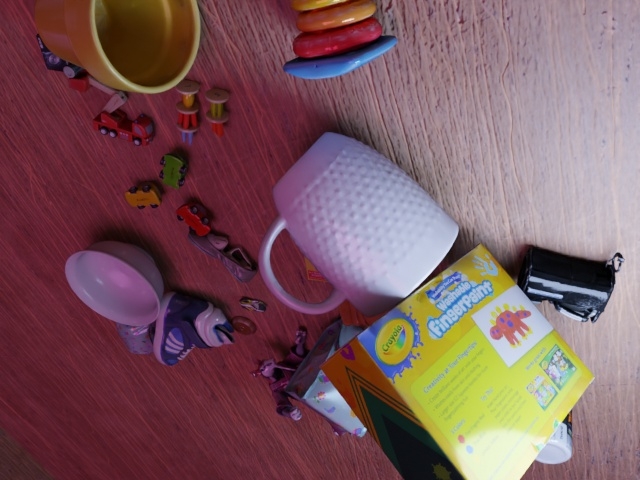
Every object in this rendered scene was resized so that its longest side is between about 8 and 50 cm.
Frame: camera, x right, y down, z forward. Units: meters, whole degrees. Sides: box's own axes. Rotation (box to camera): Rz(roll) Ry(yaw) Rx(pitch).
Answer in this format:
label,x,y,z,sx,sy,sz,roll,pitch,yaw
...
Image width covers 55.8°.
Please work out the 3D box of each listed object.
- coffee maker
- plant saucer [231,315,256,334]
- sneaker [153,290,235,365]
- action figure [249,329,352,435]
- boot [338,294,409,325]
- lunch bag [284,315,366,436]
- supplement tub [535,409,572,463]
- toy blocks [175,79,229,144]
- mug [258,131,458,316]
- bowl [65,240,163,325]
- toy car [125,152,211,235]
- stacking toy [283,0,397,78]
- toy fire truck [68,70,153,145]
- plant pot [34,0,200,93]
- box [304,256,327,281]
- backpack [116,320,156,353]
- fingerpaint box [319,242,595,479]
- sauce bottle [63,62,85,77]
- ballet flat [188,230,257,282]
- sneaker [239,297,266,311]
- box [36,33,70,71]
label,x,y,z,sx,sy,sz,roll,pitch,yaw
coffee maker,0.532,0.078,1.316,0.178,0.120,0.171,14,110,8
plant saucer,-0.238,0.266,1.856,0.083,0.015,0.083,11,134,12
sneaker,-0.383,0.310,1.874,0.236,0.130,0.323,20,130,10
action figure,-0.037,0.432,1.846,0.370,0.248,0.276,21,162,2
boot,0.138,0.182,1.458,0.220,0.283,0.109,-20,158,34
lunch bag,0.071,0.367,1.665,0.223,0.262,0.160,40,162,-18
supplement tub,0.597,0.473,1.583,0.117,0.190,0.117,12,135,12
toy blocks,-0.262,-0.270,1.344,0.123,0.054,0.148,18,135,7
mug,0.040,-0.017,1.244,0.328,0.374,0.276,44,170,-6
bowl,-0.572,0.101,1.757,0.298,0.134,0.298,12,134,13
toy car,-0.366,-0.136,1.512,0.239,0.053,0.225,23,135,0
stacking toy,0.007,-0.444,1.025,0.175,0.166,0.302,5,122,36
toy fire truck,-0.481,-0.307,1.404,0.192,0.047,0.135,18,134,5
plant pot,-0.402,-0.415,1.148,0.239,0.254,0.254,13,136,31
box,0.000,0.000,1.483,0.087,0.058,0.232,7,133,16
backpack,-0.578,0.277,1.936,0.152,0.115,0.182,7,136,13
fingerpaint box,0.282,0.263,1.205,0.371,0.445,0.163,51,139,10
sauce bottle,-0.498,-0.385,1.281,0.042,0.128,0.042,12,136,12
ballet flat,-0.256,0.028,1.621,0.068,0.072,0.213,-43,109,14
sneaker,-0.196,0.191,1.764,0.083,0.031,0.035,19,149,11
box,-0.596,-0.424,1.363,0.067,0.018,0.083,12,134,11
